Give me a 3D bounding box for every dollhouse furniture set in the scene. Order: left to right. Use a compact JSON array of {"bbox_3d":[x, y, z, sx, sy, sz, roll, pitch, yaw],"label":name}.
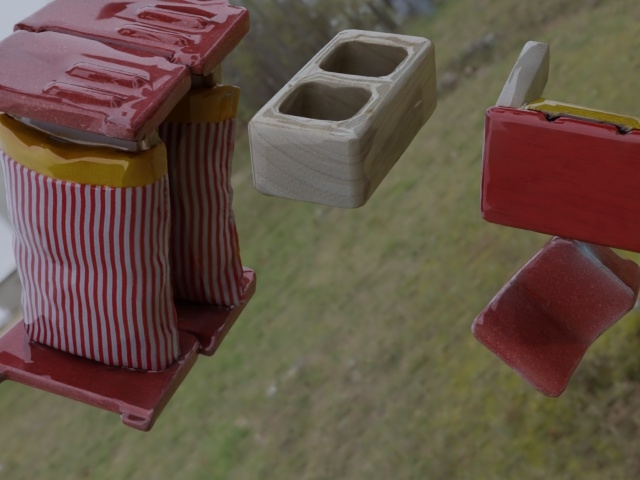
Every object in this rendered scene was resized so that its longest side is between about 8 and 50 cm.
[{"bbox_3d":[0.000,0.000,0.830,0.152,0.374,0.201,-52,-32,-50],"label":"dollhouse furniture set"}]
